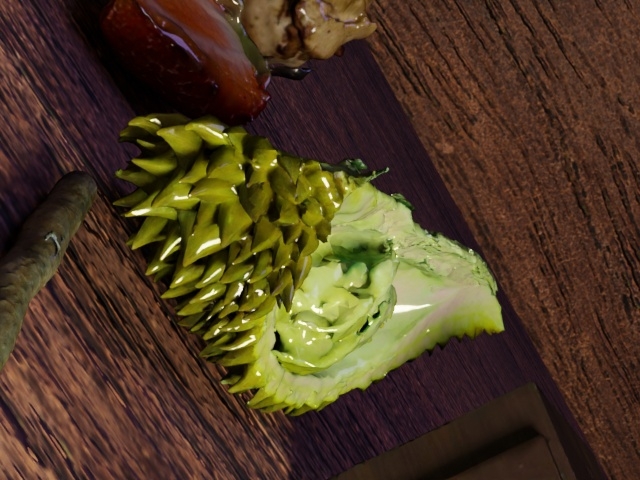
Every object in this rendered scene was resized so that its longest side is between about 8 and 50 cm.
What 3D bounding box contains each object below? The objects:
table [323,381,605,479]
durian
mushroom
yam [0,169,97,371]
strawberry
[{"bbox_3d":[0.109,0.221,0.839,0.172,0.169,0.193,47,19,-54],"label":"table"},{"bbox_3d":[-0.009,0.003,0.825,0.157,0.170,0.355,68,11,20],"label":"durian"},{"bbox_3d":[-0.047,-0.289,1.296,0.283,0.195,0.263,65,5,12],"label":"mushroom"},{"bbox_3d":[-0.129,0.012,0.617,0.234,0.029,0.027,-88,159,-68],"label":"yam"},{"bbox_3d":[-0.103,-0.141,0.982,0.146,0.082,0.187,60,16,19],"label":"strawberry"}]
